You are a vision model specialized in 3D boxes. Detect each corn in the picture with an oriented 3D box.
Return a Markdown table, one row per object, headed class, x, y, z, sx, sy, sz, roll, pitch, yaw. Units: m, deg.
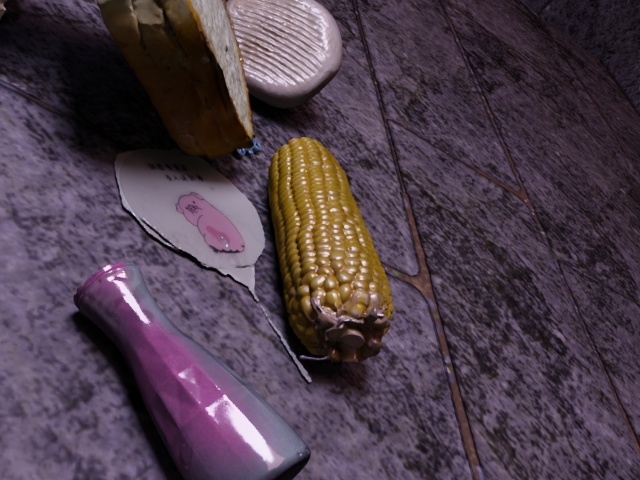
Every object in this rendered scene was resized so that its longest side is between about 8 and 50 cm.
| class | x | y | z | sx | sy | sz | roll | pitch | yaw |
| --- | --- | --- | --- | --- | --- | --- | --- | --- | --- |
| corn | 0.000 | 0.000 | 0.848 | 0.106 | 0.106 | 0.305 | 23 | 31 | -30 |

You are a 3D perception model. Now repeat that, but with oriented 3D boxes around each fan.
| class | x | y | z | sx | sy | sz | roll | pitch | yaw |
| --- | --- | --- | --- | --- | --- | --- | --- | --- | --- |
| fan | -0.091 | 0.015 | 0.807 | 0.182 | 0.010 | 0.310 | -8 | 55 | -53 |

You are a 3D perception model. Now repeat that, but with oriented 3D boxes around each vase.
| class | x | y | z | sx | sy | sz | roll | pitch | yaw |
| --- | --- | --- | --- | --- | --- | --- | --- | --- | --- |
| vase | -0.106 | 0.108 | 0.608 | 0.214 | 0.086 | 0.086 | 48 | 30 | 18 |

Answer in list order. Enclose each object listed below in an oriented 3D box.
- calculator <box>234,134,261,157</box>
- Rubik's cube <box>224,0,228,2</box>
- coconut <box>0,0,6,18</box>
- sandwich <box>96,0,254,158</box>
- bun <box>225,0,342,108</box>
| class | x | y | z | sx | sy | sz | roll | pitch | yaw |
| --- | --- | --- | --- | --- | --- | --- | --- | --- | --- |
| calculator | -0.127 | -0.158 | 0.980 | 0.141 | 0.019 | 0.094 | 50 | 32 | 11 |
| Rubik's cube | -0.183 | -0.585 | 1.129 | 0.362 | 0.363 | 0.358 | 34 | 35 | -22 |
| coconut | -0.376 | -0.349 | 0.695 | 0.298 | 0.297 | 0.309 | 16 | 41 | -37 |
| sandwich | -0.155 | -0.248 | 0.821 | 0.301 | 0.099 | 0.271 | 72 | 7 | -63 |
| bun | -0.061 | -0.258 | 1.086 | 0.173 | 0.167 | 0.113 | 55 | -11 | 8 |
